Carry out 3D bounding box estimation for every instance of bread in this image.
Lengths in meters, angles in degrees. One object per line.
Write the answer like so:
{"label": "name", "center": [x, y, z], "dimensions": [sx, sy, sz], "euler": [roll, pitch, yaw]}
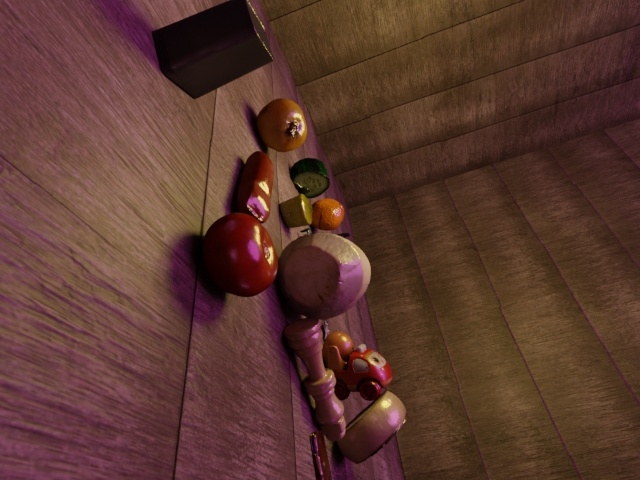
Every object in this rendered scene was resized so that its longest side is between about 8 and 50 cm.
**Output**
{"label": "bread", "center": [-0.094, -0.115, 1.618], "dimensions": [0.111, 0.114, 0.129], "euler": [-8, 82, -79]}

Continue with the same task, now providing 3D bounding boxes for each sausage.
{"label": "sausage", "center": [-0.197, -0.164, 1.231], "dimensions": [0.097, 0.094, 0.348], "euler": [50, 23, -32]}

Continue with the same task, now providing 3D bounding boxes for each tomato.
{"label": "tomato", "center": [-0.178, 0.034, 0.894], "dimensions": [0.195, 0.136, 0.195], "euler": [-15, 90, -81]}

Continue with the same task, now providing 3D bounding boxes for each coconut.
{"label": "coconut", "center": [0.016, 0.116, 1.368], "dimensions": [0.323, 0.323, 0.322], "euler": [-17, 90, -80]}

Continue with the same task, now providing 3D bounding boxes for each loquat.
{"label": "loquat", "center": [-0.153, -0.460, 1.620], "dimensions": [0.208, 0.208, 0.208], "euler": [-17, 90, -80]}

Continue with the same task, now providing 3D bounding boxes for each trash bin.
{"label": "trash bin", "center": [-0.257, -0.476, 1.000], "dimensions": [0.164, 0.241, 0.122], "euler": [12, 60, -77]}

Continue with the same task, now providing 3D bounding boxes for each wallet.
{"label": "wallet", "center": [0.007, 0.653, 1.182], "dimensions": [0.095, 0.026, 0.176], "euler": [48, 27, -62]}

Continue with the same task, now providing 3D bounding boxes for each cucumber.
{"label": "cucumber", "center": [-0.048, -0.319, 2.030], "dimensions": [0.191, 0.191, 0.130], "euler": [59, 9, -52]}

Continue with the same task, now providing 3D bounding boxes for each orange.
{"label": "orange", "center": [0.030, -0.132, 2.116], "dimensions": [0.193, 0.193, 0.161], "euler": [-80, 174, -68]}

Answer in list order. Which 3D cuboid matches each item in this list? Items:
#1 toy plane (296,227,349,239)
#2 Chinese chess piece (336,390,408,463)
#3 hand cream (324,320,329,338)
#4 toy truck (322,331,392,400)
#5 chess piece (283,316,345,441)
{"label": "toy plane", "center": [0.000, 0.000, 1.853], "dimensions": [0.382, 0.155, 0.106], "euler": [10, 63, -60]}
{"label": "Chinese chess piece", "center": [0.180, 0.653, 1.418], "dimensions": [0.112, 0.270, 0.270], "euler": [49, 3, 17]}
{"label": "hand cream", "center": [0.053, 0.459, 1.674], "dimensions": [0.084, 0.050, 0.256], "euler": [41, 28, -75]}
{"label": "toy truck", "center": [0.131, 0.461, 1.524], "dimensions": [0.189, 0.265, 0.239], "euler": [3, 79, -67]}
{"label": "chess piece", "center": [-0.002, 0.441, 1.258], "dimensions": [0.117, 0.117, 0.397], "euler": [-62, 136, -75]}
